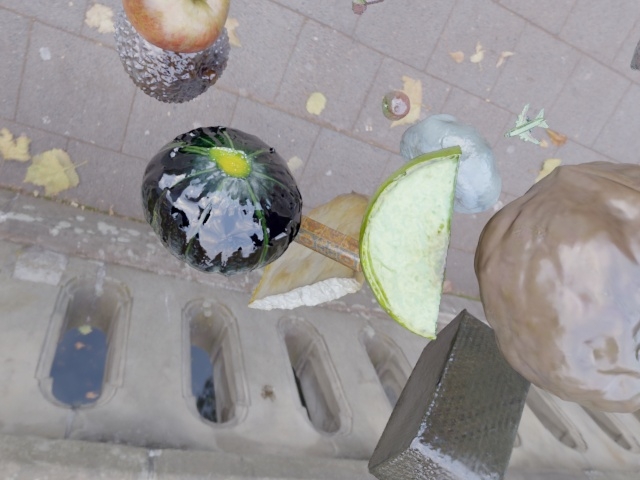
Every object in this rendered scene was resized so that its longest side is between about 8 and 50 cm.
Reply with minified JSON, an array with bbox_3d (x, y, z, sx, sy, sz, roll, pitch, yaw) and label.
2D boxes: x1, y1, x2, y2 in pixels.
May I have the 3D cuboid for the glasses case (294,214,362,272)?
[{"bbox_3d":[0.000,0.000,1.084,0.049,0.218,0.075,-58,162,-21],"label":"glasses case"}]

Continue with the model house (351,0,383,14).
[{"bbox_3d":[0.134,-0.672,1.382,0.083,0.058,0.057,-17,140,-12],"label":"model house"}]

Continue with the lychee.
[{"bbox_3d":[-0.385,-0.503,1.283,0.300,0.300,0.300,-7,120,-12],"label":"lychee"}]

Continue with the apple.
[{"bbox_3d":[-0.268,-0.460,0.919,0.209,0.164,0.209,-29,126,-49],"label":"apple"}]

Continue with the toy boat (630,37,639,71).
[{"bbox_3d":[0.534,-0.356,0.701,0.096,0.282,0.206,29,144,-6],"label":"toy boat"}]

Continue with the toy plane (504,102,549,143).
[{"bbox_3d":[0.499,-0.276,1.198,0.111,0.040,0.102,-22,104,7],"label":"toy plane"}]

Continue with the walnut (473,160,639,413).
[{"bbox_3d":[0.301,0.044,0.538,0.273,0.227,0.273,0,105,-1],"label":"walnut"}]

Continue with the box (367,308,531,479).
[{"bbox_3d":[0.213,0.276,0.792,0.143,0.273,0.184,34,140,6],"label":"box"}]

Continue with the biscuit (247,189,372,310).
[{"bbox_3d":[-0.006,0.035,1.445,0.429,0.446,0.104,-27,119,36],"label":"biscuit"}]

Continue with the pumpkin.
[{"bbox_3d":[-0.185,-0.058,0.942,0.296,0.296,0.295,-7,120,-12],"label":"pumpkin"}]

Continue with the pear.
[{"bbox_3d":[0.150,-0.018,0.800,0.139,0.239,0.288,9,106,18],"label":"pear"}]

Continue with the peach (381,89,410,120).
[{"bbox_3d":[0.208,-0.369,1.343,0.083,0.083,0.083,-7,120,-12],"label":"peach"}]

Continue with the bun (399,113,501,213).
[{"bbox_3d":[0.397,-0.234,1.454,0.194,0.354,0.354,-46,121,-2],"label":"bun"}]
